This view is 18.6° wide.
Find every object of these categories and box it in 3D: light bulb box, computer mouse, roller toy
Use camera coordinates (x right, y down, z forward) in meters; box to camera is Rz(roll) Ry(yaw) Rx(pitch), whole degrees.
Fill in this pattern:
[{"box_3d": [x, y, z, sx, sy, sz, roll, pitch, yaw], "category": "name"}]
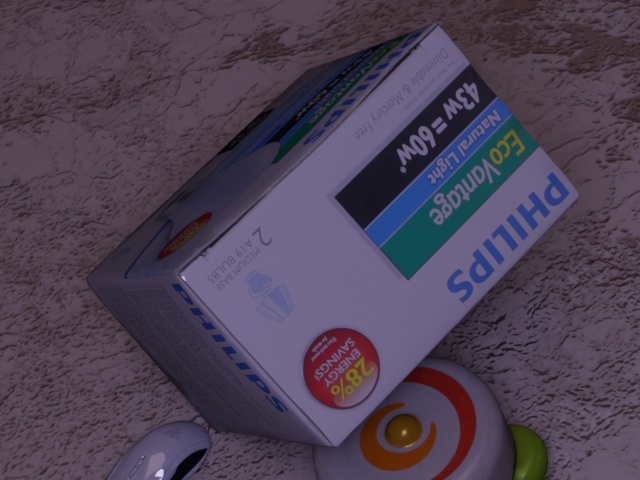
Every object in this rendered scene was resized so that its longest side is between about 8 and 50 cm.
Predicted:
[{"box_3d": [0.000, 0.000, 1.932, 0.358, 0.225, 0.361, -45, 12, -17], "category": "light bulb box"}, {"box_3d": [-0.197, 0.252, 2.030, 0.106, 0.042, 0.193, 31, 68, 36], "category": "computer mouse"}, {"box_3d": [0.092, 0.217, 1.889, 0.191, 0.146, 0.209, 33, 70, 36], "category": "roller toy"}]
